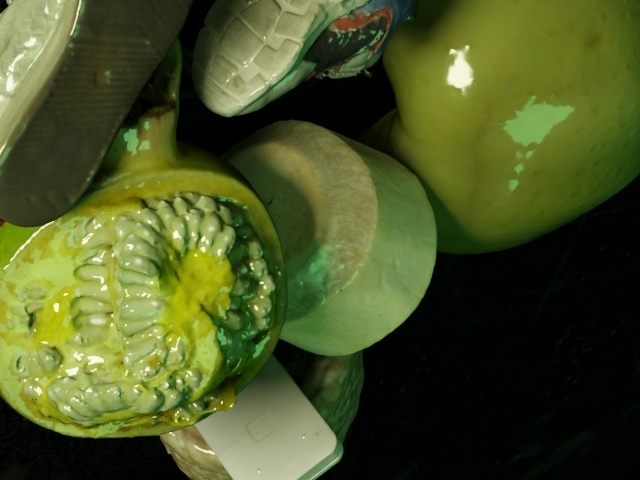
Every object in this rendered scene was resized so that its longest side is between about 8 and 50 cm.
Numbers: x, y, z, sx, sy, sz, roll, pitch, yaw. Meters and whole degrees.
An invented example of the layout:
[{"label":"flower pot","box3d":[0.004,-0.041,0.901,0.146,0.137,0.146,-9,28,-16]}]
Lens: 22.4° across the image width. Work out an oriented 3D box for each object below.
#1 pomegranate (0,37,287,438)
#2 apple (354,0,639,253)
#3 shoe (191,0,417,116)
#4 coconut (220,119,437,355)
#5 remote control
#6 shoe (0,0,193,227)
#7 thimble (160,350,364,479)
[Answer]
[{"label":"pomegranate","box3d":[-0.156,0.002,1.283,0.260,0.260,0.340,-11,112,-42]},{"label":"apple","box3d":[0.201,-0.152,1.622,0.360,0.311,0.320,-18,-171,-32]},{"label":"shoe","box3d":[-0.003,-0.174,1.330,0.227,0.099,0.125,-42,150,-6]},{"label":"coconut","box3d":[0.000,0.000,1.483,0.202,0.202,0.222,-46,147,11]},{"label":"remote control","box3d":[-0.084,0.136,1.518,0.103,0.250,0.034,-38,150,-6]},{"label":"shoe","box3d":[-0.181,-0.147,1.158,0.103,0.098,0.274,33,86,-52]},{"label":"thimble","box3d":[-0.064,0.140,1.619,0.148,0.196,0.229,77,37,-62]}]
